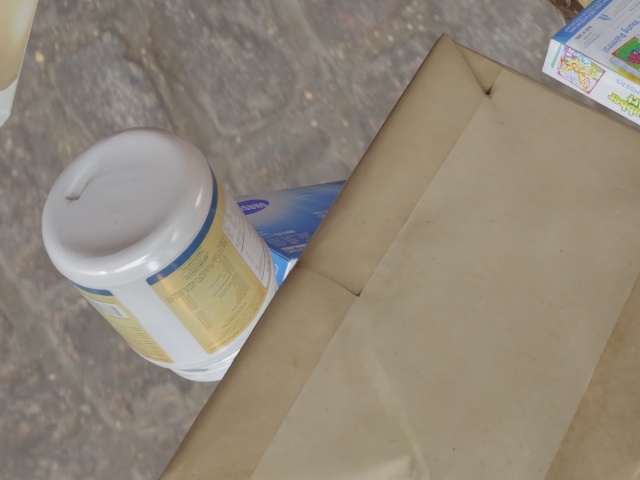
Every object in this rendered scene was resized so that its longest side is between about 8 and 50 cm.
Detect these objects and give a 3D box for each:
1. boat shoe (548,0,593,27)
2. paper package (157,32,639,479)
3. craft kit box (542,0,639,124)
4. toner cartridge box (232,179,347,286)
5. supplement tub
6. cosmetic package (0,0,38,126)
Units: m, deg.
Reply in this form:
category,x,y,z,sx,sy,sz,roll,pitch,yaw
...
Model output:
category,x,y,z,sx,sy,sz,roll,pitch,yaw
boat shoe,0.360,-0.331,1.910,0.095,0.095,0.257,-26,139,16
paper package,0.037,0.125,0.654,0.168,0.309,0.325,28,142,5
craft kit box,0.416,-0.207,1.569,0.250,0.247,0.061,-41,152,-37
toner cartridge box,0.000,0.000,1.752,0.348,0.165,0.075,-12,123,-53
supplement tub,-0.122,0.017,1.154,0.144,0.144,0.199,-31,141,2
cosmetic package,-0.263,-0.153,1.138,0.041,0.060,0.115,15,74,-20
